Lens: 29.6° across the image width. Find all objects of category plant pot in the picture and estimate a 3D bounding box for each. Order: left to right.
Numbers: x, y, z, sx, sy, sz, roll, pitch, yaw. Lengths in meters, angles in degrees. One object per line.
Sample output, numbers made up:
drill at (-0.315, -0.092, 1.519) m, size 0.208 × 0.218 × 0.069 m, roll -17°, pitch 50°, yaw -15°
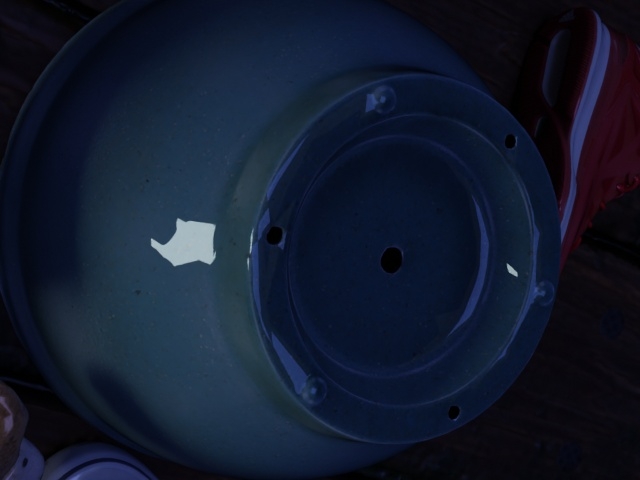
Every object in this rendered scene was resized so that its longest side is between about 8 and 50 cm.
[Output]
plant pot at (0.000, 0.000, 0.635) m, size 0.293 × 0.196 × 0.293 m, roll -4°, pitch 99°, yaw -29°

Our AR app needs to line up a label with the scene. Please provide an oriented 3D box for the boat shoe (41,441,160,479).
boat shoe at (-0.090, 0.242, 0.676) m, size 0.096 × 0.088 × 0.268 m, roll -18°, pitch 105°, yaw -26°

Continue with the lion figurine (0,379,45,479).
lion figurine at (-0.140, 0.225, 0.543) m, size 0.392 × 0.142 × 0.240 m, roll 32°, pitch 63°, yaw 4°

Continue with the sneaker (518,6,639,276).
sneaker at (0.183, -0.030, 0.797) m, size 0.128 × 0.087 × 0.221 m, roll 19°, pitch 88°, yaw -28°
